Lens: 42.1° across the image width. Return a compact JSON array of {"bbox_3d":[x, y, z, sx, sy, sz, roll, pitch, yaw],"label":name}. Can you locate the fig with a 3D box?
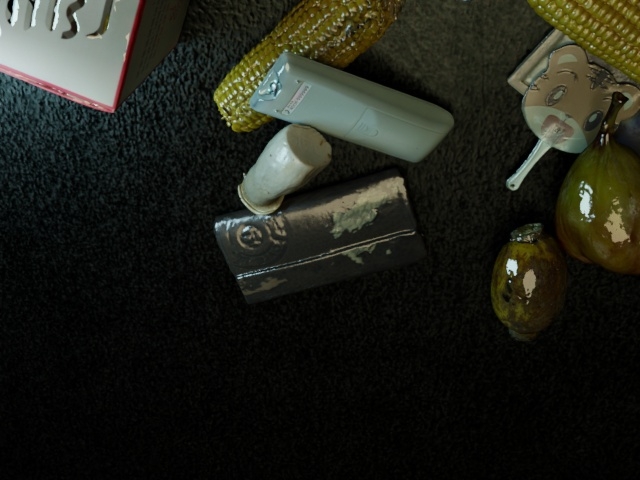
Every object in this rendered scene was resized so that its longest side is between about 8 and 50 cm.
[{"bbox_3d":[0.406,-0.075,1.161,0.146,0.170,0.274,-23,120,-19],"label":"fig"}]

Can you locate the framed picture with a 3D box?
[{"bbox_3d":[0.433,-0.216,1.166,0.281,0.019,0.209,34,118,-11],"label":"framed picture"}]

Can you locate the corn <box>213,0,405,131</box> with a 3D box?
[{"bbox_3d":[-0.017,-0.263,1.155,0.318,0.115,0.115,-36,108,26],"label":"corn"}]

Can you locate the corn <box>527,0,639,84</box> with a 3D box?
[{"bbox_3d":[0.387,-0.283,1.060,0.322,0.119,0.119,28,119,-14],"label":"corn"}]

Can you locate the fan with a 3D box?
[{"bbox_3d":[0.338,-0.160,1.195,0.153,0.008,0.226,30,118,-10],"label":"fan"}]

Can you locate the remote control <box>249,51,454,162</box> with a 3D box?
[{"bbox_3d":[0.051,-0.174,1.161,0.293,0.051,0.103,15,136,-29],"label":"remote control"}]

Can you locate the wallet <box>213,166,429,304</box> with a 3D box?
[{"bbox_3d":[0.000,0.000,1.332,0.321,0.044,0.170,-14,114,15],"label":"wallet"}]

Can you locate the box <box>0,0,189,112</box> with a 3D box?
[{"bbox_3d":[-0.310,-0.381,1.011,0.300,0.312,0.314,21,119,-5],"label":"box"}]

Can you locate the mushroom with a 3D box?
[{"bbox_3d":[-0.065,-0.095,1.215,0.081,0.092,0.223,48,150,-3],"label":"mushroom"}]

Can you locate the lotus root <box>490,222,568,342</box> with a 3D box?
[{"bbox_3d":[0.322,0.072,1.281,0.120,0.120,0.209,0,118,8],"label":"lotus root"}]
